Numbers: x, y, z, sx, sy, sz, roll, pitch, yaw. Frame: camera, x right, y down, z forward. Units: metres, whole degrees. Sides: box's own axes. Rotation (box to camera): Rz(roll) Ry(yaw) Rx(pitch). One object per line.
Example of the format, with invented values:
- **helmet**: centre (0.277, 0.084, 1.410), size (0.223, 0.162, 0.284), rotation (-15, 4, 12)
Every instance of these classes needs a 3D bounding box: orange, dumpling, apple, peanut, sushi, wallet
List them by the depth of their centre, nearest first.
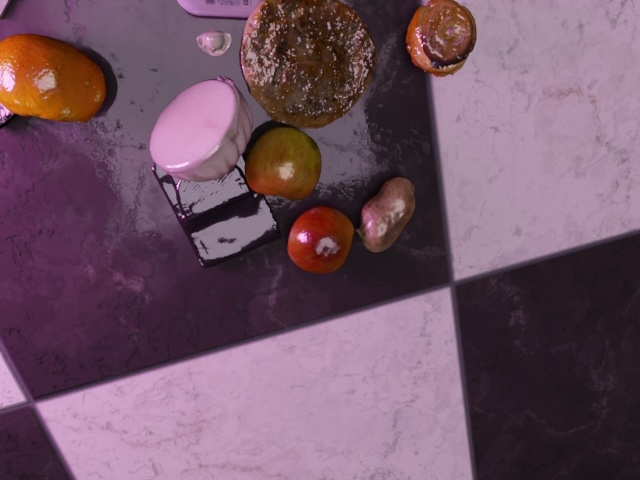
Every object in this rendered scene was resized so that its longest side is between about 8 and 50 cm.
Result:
- **orange**: centre (-0.613, -0.360, 1.050), size (0.237, 0.158, 0.179), rotation (15, 84, -12)
- **sushi**: centre (-0.765, -0.311, 1.103), size (0.083, 0.056, 0.084), rotation (-37, 113, 11)
- **dumpling**: centre (-0.258, -0.479, 1.149), size (0.077, 0.043, 0.059), rotation (-23, 130, -19)
- **apple**: centre (-0.091, -0.196, 1.205), size (0.196, 0.196, 0.196), rotation (-4, 110, -10)
- **wallet**: centre (-0.275, -0.102, 1.280), size (0.247, 0.041, 0.323), rotation (-22, 111, -1)
- **apple**: centre (0.000, 0.000, 1.322), size (0.173, 0.160, 0.195), rotation (18, 100, 6)
- **peanut**: centre (0.186, -0.075, 1.337), size (0.129, 0.129, 0.224), rotation (33, 92, -20)

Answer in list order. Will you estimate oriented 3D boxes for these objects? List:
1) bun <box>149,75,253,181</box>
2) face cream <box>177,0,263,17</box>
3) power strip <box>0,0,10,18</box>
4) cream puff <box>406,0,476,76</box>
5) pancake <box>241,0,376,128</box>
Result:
- **bun**: centre (-0.262, -0.241, 1.152), size (0.263, 0.263, 0.175), rotation (-39, 143, 4)
- **face cream**: centre (-0.264, -0.594, 1.088), size (0.291, 0.071, 0.144), rotation (-4, 114, -11)
- **power strip**: centre (-0.711, -0.532, 1.052), size (0.027, 0.017, 0.083), rotation (35, 100, -21)
- **cream puff**: centre (0.304, -0.511, 1.201), size (0.189, 0.129, 0.189), rotation (-2, 101, -9)
- **pancake**: centre (-0.032, -0.446, 1.170), size (0.356, 0.065, 0.356), rotation (-10, 114, -24)
